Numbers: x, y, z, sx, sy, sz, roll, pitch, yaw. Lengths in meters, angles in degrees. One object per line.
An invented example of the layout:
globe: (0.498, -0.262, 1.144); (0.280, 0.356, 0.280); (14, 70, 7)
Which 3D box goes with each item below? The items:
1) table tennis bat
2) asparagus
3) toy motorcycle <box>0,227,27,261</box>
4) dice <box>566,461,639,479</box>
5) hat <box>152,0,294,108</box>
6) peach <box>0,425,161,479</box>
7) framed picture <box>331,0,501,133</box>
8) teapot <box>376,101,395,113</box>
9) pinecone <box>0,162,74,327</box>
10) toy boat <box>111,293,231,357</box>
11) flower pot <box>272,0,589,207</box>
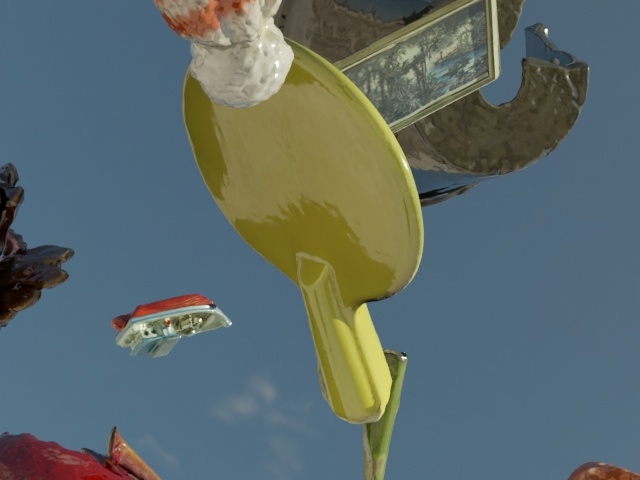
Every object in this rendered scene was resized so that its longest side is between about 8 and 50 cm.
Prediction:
table tennis bat: (0.000, 0.000, 1.005); (0.224, 0.054, 0.369); (18, -44, 39)
asparagus: (0.065, 0.210, 1.485); (0.041, 0.045, 0.178); (13, -81, 22)
toy motorcycle: (-0.359, -0.016, 1.104); (0.122, 0.215, 0.080); (-109, -151, -50)
dice: (0.426, 0.430, 1.845); (0.179, 0.175, 0.174); (20, -20, 30)
hat: (-0.047, -0.129, 0.590); (0.093, 0.112, 0.162); (22, -35, 45)
peach: (-0.276, 0.407, 1.313); (0.335, 0.310, 0.406); (-16, -67, 21)
framed picture: (0.081, -0.145, 1.159); (0.011, 0.183, 0.142); (59, -6, 28)
teapot: (0.048, -0.123, 1.241); (0.043, 0.043, 0.111); (41, -16, 9)
pinecone: (-0.290, -0.003, 0.893); (0.168, 0.185, 0.212); (35, -21, 46)
toy boat: (-0.193, 0.113, 1.718); (0.069, 0.173, 0.059); (-48, -117, 41)
flower pot: (0.144, -0.191, 1.502); (0.251, 0.379, 0.379); (35, -35, 64)
